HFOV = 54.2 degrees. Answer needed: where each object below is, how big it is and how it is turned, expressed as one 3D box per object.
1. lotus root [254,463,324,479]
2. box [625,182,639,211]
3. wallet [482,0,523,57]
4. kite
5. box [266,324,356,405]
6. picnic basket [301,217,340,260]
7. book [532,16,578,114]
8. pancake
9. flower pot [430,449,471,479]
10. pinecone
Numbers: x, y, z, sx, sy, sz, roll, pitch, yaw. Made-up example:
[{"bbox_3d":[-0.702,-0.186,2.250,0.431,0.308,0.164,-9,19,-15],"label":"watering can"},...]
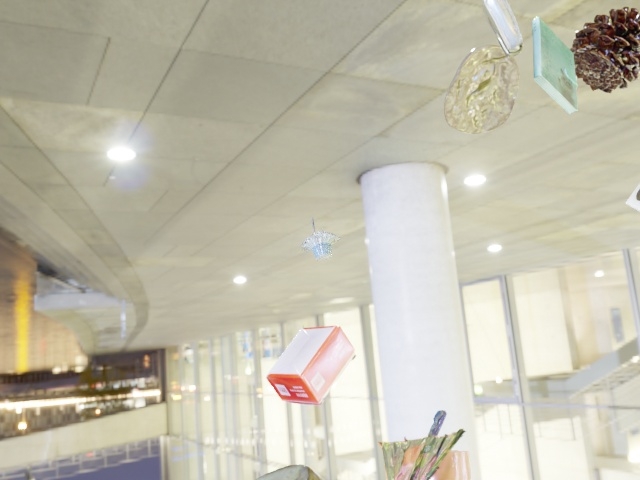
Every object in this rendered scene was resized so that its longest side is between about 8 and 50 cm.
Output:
[{"bbox_3d":[-0.082,0.611,1.364,0.314,0.210,0.142,-23,-175,21],"label":"lotus root"},{"bbox_3d":[0.585,-0.023,0.939,0.164,0.069,0.256,30,-164,2],"label":"box"},{"bbox_3d":[0.322,-0.378,1.098,0.039,0.110,0.155,-27,-177,19],"label":"wallet"},{"bbox_3d":[0.174,0.418,1.159,0.016,0.234,0.321,27,-172,40],"label":"kite"},{"bbox_3d":[-0.020,0.292,1.475,0.133,0.099,0.182,-10,-151,41],"label":"box"},{"bbox_3d":[0.000,0.000,1.283,0.083,0.083,0.065,-22,158,17],"label":"picnic basket"},{"bbox_3d":[0.361,-0.267,0.959,0.103,0.135,0.017,32,142,-28],"label":"book"},{"bbox_3d":[0.411,-0.383,1.618,0.242,0.242,0.050,0,-153,-26],"label":"pancake"},{"bbox_3d":[0.248,0.562,1.383,0.190,0.173,0.191,-4,153,-2],"label":"flower pot"},{"bbox_3d":[0.621,-0.412,1.318,0.163,0.165,0.163,39,171,7],"label":"pinecone"}]
